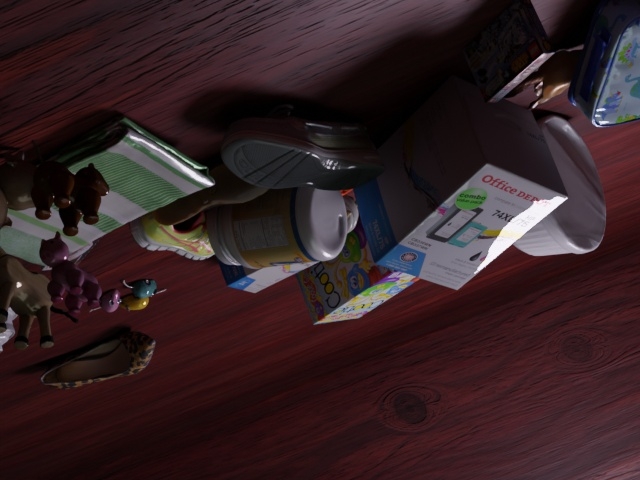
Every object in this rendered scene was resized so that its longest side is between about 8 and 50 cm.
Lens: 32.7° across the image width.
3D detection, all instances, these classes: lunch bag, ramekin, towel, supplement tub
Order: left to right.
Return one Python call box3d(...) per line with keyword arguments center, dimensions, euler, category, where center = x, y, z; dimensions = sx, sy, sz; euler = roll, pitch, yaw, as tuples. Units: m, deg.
box3d(center=(-0.343, -0.057, 1.570), dimensions=(0.324, 0.038, 0.248), euler=(-26, 156, 18), category="towel")
box3d(center=(-0.071, -0.030, 1.791), dimensions=(0.199, 0.144, 0.144), euler=(-7, 172, 29), category="supplement tub")
box3d(center=(0.427, -0.095, 2.081), dimensions=(0.127, 0.273, 0.272), euler=(-18, 169, 37), category="ramekin")
box3d(center=(0.485, -0.287, 1.689), dimensions=(0.176, 0.090, 0.219), euler=(-16, 138, -22), category="lunch bag")

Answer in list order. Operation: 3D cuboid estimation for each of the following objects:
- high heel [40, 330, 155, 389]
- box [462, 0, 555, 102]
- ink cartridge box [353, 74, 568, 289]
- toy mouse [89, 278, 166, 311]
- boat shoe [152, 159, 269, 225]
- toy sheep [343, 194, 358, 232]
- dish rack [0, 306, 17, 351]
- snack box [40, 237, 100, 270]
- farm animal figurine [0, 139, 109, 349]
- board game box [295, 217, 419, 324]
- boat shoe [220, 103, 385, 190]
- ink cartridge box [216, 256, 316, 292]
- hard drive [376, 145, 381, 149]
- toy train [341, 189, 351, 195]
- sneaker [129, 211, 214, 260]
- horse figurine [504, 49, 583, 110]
box3d(center=(-0.489, 0.271, 2.396), dimensions=(0.186, 0.093, 0.261), euler=(-14, 173, -44), category="high heel")
box3d(center=(0.270, -0.274, 1.579), dimensions=(0.027, 0.094, 0.137), euler=(-8, 160, -35), category="box")
box3d(center=(0.221, -0.090, 1.782), dimensions=(0.198, 0.197, 0.270), euler=(17, 133, -35), category="ink cartridge box")
box3d(center=(-0.376, 0.111, 2.139), dimensions=(0.161, 0.031, 0.143), euler=(-17, 163, -13), category="toy mouse")
box3d(center=(-0.168, -0.088, 1.703), dimensions=(0.206, 0.073, 0.073), euler=(-18, -159, 0), category="boat shoe")
box3d(center=(0.029, -0.048, 2.023), dimensions=(0.091, 0.091, 0.132), euler=(-33, -175, 37), category="toy sheep")
box3d(center=(-0.731, 0.210, 1.957), dimensions=(0.285, 0.072, 0.332), euler=(-32, 160, 35), category="dish rack")
box3d(center=(-0.398, 0.002, 1.772), dimensions=(0.064, 0.022, 0.178), euler=(-7, 159, -37), category="snack box")
box3d(center=(-0.426, -0.024, 1.396), dimensions=(0.326, 0.172, 0.330), euler=(10, 136, -26), category="farm animal figurine")
box3d(center=(0.092, 0.059, 2.347), dimensions=(0.142, 0.144, 0.275), euler=(-5, 157, -42), category="board game box")
box3d(center=(-0.029, -0.145, 1.643), dimensions=(0.320, 0.103, 0.118), euler=(2, 154, -46), category="boat shoe")
box3d(center=(-0.071, 0.016, 2.126), dimensions=(0.231, 0.078, 0.134), euler=(-26, 163, 16), category="ink cartridge box")
box3d(center=(0.155, -0.123, 1.996), dimensions=(0.171, 0.054, 0.255), euler=(-20, 164, -1), category="hard drive")
box3d(center=(-0.007, -0.094, 1.916), dimensions=(0.125, 0.046, 0.166), euler=(-34, 162, 33), category="toy train")
box3d(center=(-0.213, -0.023, 1.821), dimensions=(0.094, 0.082, 0.208), euler=(-34, 159, 32), category="sneaker")
box3d(center=(0.418, -0.278, 1.798), dimensions=(0.263, 0.066, 0.174), euler=(-18, 164, -10), category="horse figurine")
